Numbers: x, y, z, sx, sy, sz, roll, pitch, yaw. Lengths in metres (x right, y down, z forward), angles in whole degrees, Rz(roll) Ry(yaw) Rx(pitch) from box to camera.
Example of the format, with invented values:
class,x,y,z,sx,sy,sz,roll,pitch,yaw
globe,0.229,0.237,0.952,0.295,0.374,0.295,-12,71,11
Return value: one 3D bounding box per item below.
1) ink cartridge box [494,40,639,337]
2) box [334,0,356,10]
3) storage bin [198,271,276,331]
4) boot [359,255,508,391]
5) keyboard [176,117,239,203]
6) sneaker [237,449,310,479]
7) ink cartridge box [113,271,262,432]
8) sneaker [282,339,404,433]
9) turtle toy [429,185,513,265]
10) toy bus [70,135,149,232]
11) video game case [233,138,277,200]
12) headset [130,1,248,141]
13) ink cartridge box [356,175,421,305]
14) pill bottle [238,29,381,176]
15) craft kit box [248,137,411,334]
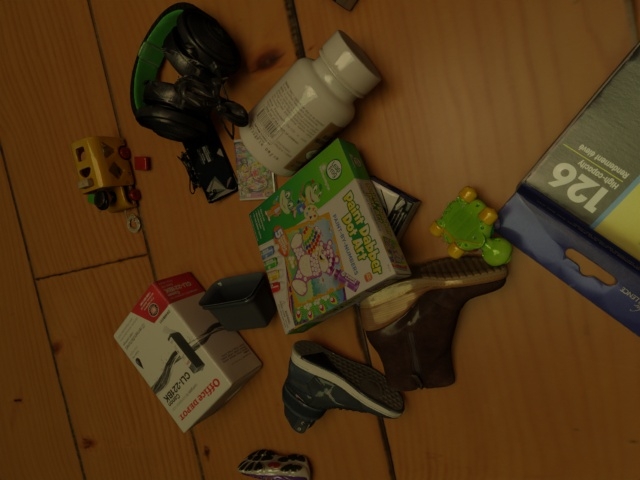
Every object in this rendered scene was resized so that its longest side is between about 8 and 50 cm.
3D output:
class,x,y,z,sx,sy,sz,roll,pitch,yaw
ink cartridge box,0.436,-0.045,0.576,0.304,0.072,0.307,40,112,16
box,0.022,-0.468,0.713,0.137,0.072,0.126,44,114,15
storage bin,-0.157,0.126,0.899,0.135,0.098,0.091,-11,121,27
boot,0.197,0.142,0.736,0.249,0.090,0.206,-15,106,21
keyboard,-0.243,-0.171,0.927,0.100,0.038,0.191,-23,86,5
sneaker,-0.100,0.494,0.937,0.170,0.068,0.071,-5,102,27
ink cartridge box,-0.289,0.238,0.962,0.273,0.114,0.197,47,115,12
sneaker,0.031,0.303,0.828,0.227,0.086,0.163,24,111,19
turtle toy,0.235,-0.014,0.674,0.095,0.066,0.130,-53,48,27
toy bus,-0.494,-0.137,1.011,0.202,0.104,0.190,36,113,18
video game case,-0.128,-0.141,0.877,0.087,0.011,0.121,-1,98,27
headset,-0.255,-0.294,0.794,0.394,0.185,0.243,40,107,35
ink cartridge box,0.081,0.001,0.774,0.097,0.046,0.206,33,112,20
pill bottle,-0.017,-0.223,0.739,0.229,0.131,0.131,-39,80,26
craft kit box,0.000,0.000,0.757,0.247,0.061,0.249,-34,65,31
